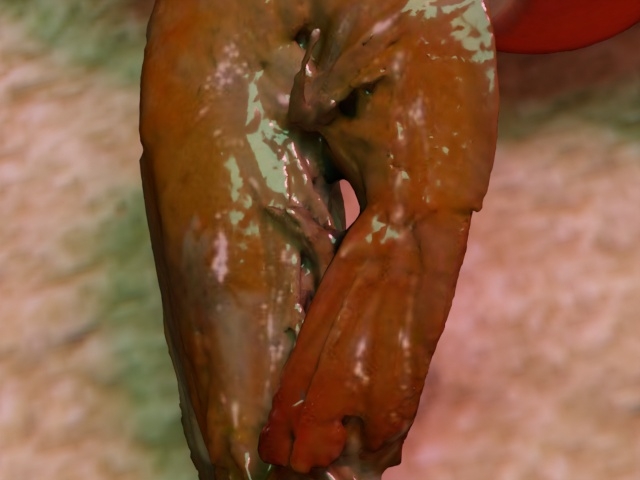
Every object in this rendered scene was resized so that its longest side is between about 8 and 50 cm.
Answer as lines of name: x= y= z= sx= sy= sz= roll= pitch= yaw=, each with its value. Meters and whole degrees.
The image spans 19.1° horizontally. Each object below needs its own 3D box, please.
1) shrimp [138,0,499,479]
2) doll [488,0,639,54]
shrimp: x=-0.001 y=0.000 z=0.496 sx=0.115 sy=0.051 sz=0.217 roll=-7 pitch=82 yaw=48
doll: x=0.060 y=-0.132 z=0.554 sx=0.290 sy=0.161 sz=0.130 roll=-3 pitch=27 yaw=20
